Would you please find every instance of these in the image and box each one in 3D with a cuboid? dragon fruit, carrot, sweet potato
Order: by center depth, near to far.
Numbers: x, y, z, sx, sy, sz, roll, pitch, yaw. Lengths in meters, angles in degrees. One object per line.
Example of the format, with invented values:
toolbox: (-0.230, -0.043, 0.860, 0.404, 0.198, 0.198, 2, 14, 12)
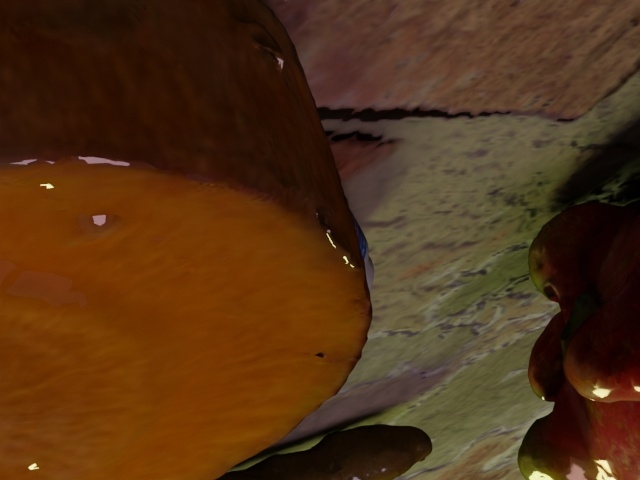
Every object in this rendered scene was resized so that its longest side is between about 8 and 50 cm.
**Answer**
carrot: (-0.131, 0.023, 0.541, 0.307, 0.100, 0.258, -8, 146, -33)
dragon fruit: (0.231, 0.021, 0.823, 0.227, 0.243, 0.307, 13, 99, -26)
sweet potato: (-0.046, 0.156, 0.949, 0.269, 0.075, 0.075, -21, 158, -39)

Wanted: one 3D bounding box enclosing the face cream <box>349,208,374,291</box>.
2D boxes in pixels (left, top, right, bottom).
face cream: (0.000, 0.000, 0.717, 0.034, 0.034, 0.130, -29, 157, 1)
